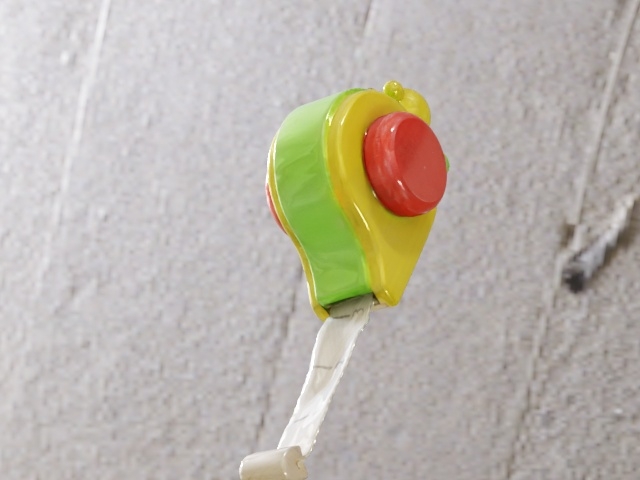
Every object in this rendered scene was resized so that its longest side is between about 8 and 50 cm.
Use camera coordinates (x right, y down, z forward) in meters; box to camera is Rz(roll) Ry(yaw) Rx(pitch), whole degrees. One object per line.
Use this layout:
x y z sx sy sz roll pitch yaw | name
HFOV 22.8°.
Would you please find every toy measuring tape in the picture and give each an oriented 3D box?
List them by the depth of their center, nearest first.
0.000 0.000 0.998 0.121 0.121 0.330 -29 25 43 | toy measuring tape
